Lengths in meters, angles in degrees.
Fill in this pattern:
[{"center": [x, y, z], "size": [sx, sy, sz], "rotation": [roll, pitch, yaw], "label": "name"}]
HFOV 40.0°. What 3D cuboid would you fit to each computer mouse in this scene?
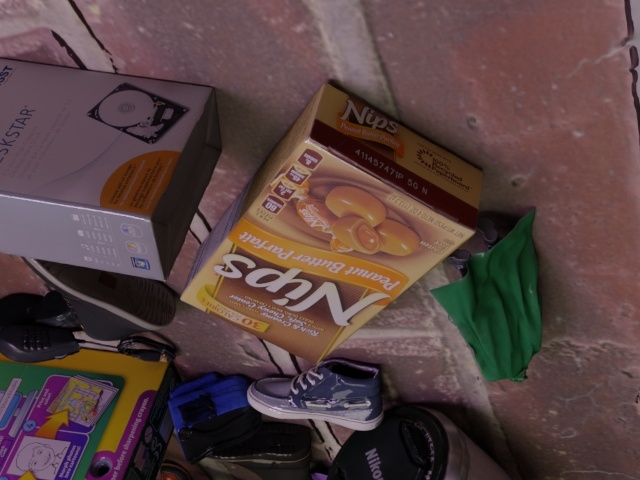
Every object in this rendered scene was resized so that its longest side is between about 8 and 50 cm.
[{"center": [-0.315, 0.151, 1.185], "size": [0.242, 0.041, 0.071], "rotation": [7, 149, -17], "label": "computer mouse"}]

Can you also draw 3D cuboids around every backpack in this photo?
[{"center": [-0.148, 0.238, 1.238], "size": [0.120, 0.101, 0.098], "rotation": [-17, 144, -10], "label": "backpack"}]

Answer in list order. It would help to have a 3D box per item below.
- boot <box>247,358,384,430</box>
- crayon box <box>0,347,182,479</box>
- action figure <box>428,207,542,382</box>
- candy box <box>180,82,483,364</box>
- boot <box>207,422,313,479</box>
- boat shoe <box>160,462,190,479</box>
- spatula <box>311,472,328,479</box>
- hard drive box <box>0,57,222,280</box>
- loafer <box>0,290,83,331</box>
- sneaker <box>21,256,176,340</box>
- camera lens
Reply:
[{"center": [-0.008, 0.191, 1.170], "size": [0.190, 0.069, 0.086], "rotation": [6, 122, 13], "label": "boot"}, {"center": [-0.395, 0.321, 1.210], "size": [0.313, 0.362, 0.106], "rotation": [4, 139, 15], "label": "crayon box"}, {"center": [0.187, 0.080, 0.937], "size": [0.137, 0.063, 0.232], "rotation": [-33, 131, -10], "label": "action figure"}, {"center": [0.000, 0.000, 0.912], "size": [0.183, 0.087, 0.316], "rotation": [28, 139, -14], "label": "candy box"}, {"center": [-0.108, 0.342, 1.352], "size": [0.198, 0.076, 0.137], "rotation": [6, 134, 14], "label": "boot"}, {"center": [-0.256, 0.440, 1.553], "size": [0.049, 0.043, 0.137], "rotation": [7, 139, 14], "label": "boat shoe"}, {"center": [-0.020, 0.440, 1.481], "size": [0.084, 0.030, 0.296], "rotation": [26, 140, -10], "label": "spatula"}, {"center": [-0.232, -0.072, 0.838], "size": [0.232, 0.181, 0.089], "rotation": [8, 140, 9], "label": "hard drive box"}, {"center": [-0.389, 0.110, 1.202], "size": [0.170, 0.062, 0.061], "rotation": [-5, 141, 26], "label": "loafer"}, {"center": [-0.301, 0.061, 1.093], "size": [0.222, 0.083, 0.118], "rotation": [38, 137, -26], "label": "sneaker"}, {"center": [0.155, 0.372, 1.190], "size": [0.219, 0.219, 0.274], "rotation": [-21, 128, 37], "label": "camera lens"}]
